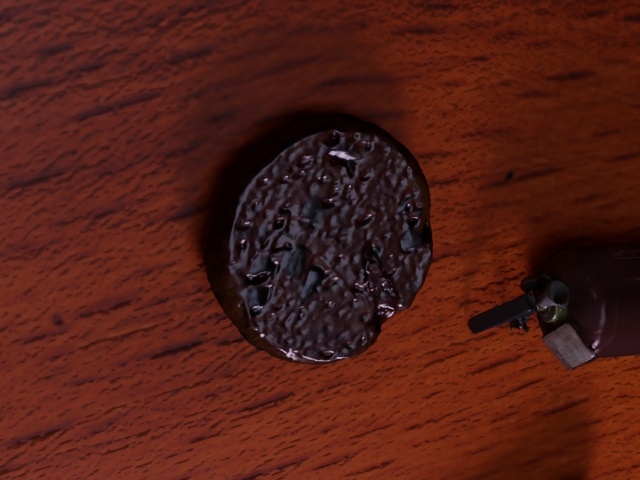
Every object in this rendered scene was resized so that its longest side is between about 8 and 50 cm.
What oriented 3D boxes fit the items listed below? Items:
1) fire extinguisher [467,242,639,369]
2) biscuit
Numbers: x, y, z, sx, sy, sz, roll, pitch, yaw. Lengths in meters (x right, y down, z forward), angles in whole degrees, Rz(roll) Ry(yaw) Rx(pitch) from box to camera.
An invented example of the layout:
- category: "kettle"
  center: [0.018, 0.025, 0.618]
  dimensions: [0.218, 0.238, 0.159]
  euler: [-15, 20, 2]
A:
- category: "fire extinguisher"
  center: [0.259, 0.051, 1.426]
  dimensions: [0.269, 0.105, 0.105]
  euler: [-3, 111, -27]
- category: "biscuit"
  center: [0.000, 0.000, 1.294]
  dimensions: [0.192, 0.049, 0.192]
  euler: [-7, 106, -25]
